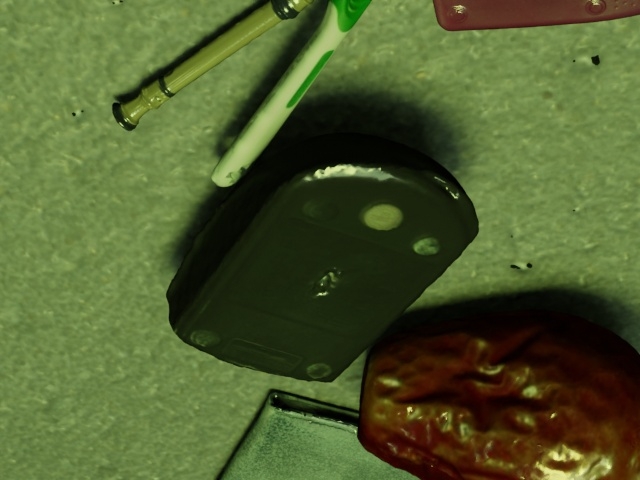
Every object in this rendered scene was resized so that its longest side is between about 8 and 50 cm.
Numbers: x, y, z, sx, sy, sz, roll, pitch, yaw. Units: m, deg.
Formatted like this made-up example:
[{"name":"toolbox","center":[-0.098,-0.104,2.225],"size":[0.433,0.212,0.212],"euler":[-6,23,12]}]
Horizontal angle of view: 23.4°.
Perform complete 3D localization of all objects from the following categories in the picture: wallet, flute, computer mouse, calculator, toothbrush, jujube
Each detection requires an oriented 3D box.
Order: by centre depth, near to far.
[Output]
[{"name":"toothbrush","center":[0.021,-0.177,1.059],"size":[0.042,0.040,0.418],"euler":[-16,154,-45]},{"name":"calculator","center":[0.170,-0.202,1.078],"size":[0.190,0.034,0.126],"euler":[-7,134,3]},{"name":"flute","center":[-0.057,-0.148,1.114],"size":[0.233,0.027,0.027],"euler":[-32,127,22]},{"name":"computer mouse","center":[0.000,0.000,1.205],"size":[0.170,0.100,0.269],"euler":[21,135,-23]},{"name":"jujube","center":[0.158,0.147,1.302],"size":[0.255,0.190,0.190],"euler":[10,132,4]},{"name":"wallet","center":[0.023,0.224,1.460],"size":[0.222,0.036,0.167],"euler":[17,130,-16]}]
